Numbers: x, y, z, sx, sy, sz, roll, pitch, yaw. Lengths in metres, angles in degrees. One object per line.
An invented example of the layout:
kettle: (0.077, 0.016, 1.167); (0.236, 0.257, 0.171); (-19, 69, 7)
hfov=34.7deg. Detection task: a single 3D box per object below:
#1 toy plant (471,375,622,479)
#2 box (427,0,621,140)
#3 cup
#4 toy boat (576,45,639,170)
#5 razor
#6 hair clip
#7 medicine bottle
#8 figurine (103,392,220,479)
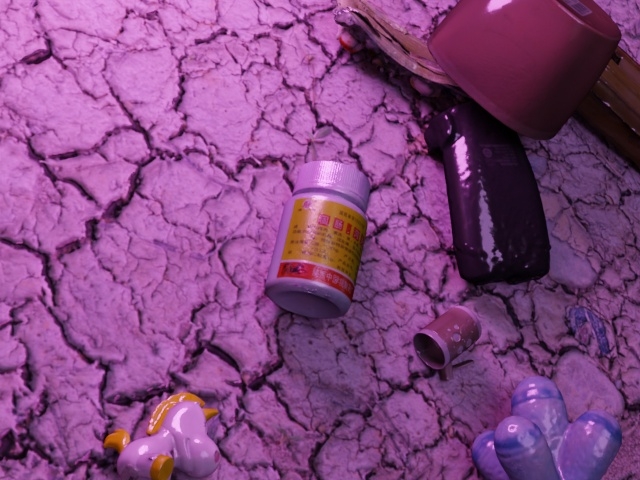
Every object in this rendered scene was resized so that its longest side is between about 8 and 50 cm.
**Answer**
toy plant: (0.362, 0.378, 1.624); (0.247, 0.247, 0.332); (3, 68, -24)
box: (0.366, -0.346, 1.789); (0.301, 0.216, 0.301); (29, 32, -20)
cup: (0.222, 0.171, 1.704); (0.099, 0.074, 0.102); (-32, 88, -30)
toy boat: (0.593, -0.277, 2.005); (0.445, 0.136, 0.162); (40, 65, -13)
razor: (0.299, -0.084, 1.808); (0.189, 0.107, 0.327); (-4, 74, -27)
hair clip: (0.149, -0.328, 1.832); (0.321, 0.091, 0.138); (27, 29, -18)
medicine bottle: (0.000, 0.000, 1.622); (0.139, 0.139, 0.225); (20, 65, -17)
figurine: (-0.210, 0.290, 1.462); (0.178, 0.109, 0.129); (-26, 63, -33)
